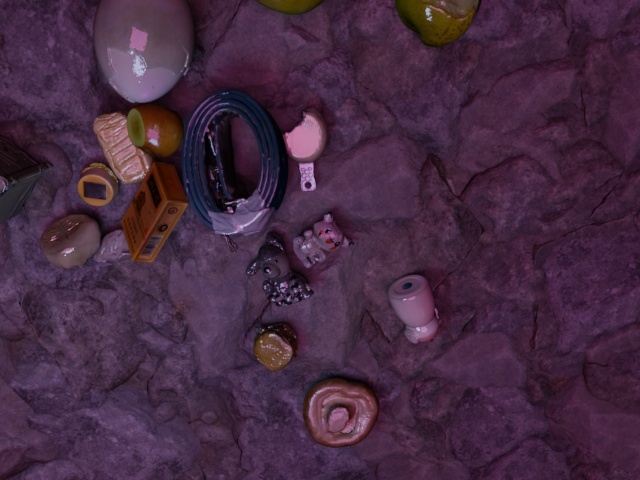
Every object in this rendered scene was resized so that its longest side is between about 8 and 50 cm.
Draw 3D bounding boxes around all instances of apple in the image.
[{"bbox_3d":[-0.489,-0.323,1.747,0.163,0.146,0.147,15,85,-31],"label":"apple"}]

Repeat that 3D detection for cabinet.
[{"bbox_3d":[-1.026,-0.198,1.748,0.290,0.318,0.227,36,103,-11],"label":"cabinet"}]

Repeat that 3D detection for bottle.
[{"bbox_3d":[0.332,0.249,2.027,0.148,0.147,0.236,-22,114,4],"label":"bottle"}]

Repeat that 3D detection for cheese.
[{"bbox_3d":[-0.032,-0.291,1.887,0.163,0.071,0.248,-25,105,6],"label":"cheese"}]

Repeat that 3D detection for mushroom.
[{"bbox_3d":[0.070,0.612,2.118,0.278,0.146,0.278,0,96,-2],"label":"mushroom"}]

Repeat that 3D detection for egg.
[{"bbox_3d":[-0.499,-0.561,1.681,0.279,0.278,0.336,5,103,-4],"label":"egg"}]

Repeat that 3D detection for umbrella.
[{"bbox_3d":[-0.304,0.011,1.992,0.031,0.020,0.083,-29,100,5],"label":"umbrella"}]

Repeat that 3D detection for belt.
[{"bbox_3d":[-0.256,-0.231,1.795,0.300,0.173,0.436,-4,94,10],"label":"belt"}]

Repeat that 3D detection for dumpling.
[{"bbox_3d":[-0.660,0.024,1.923,0.188,0.127,0.108,-3,115,5],"label":"dumpling"}]

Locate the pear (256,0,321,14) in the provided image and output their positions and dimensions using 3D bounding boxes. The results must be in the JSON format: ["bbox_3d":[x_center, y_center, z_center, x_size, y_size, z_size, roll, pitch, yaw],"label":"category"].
[{"bbox_3d":[-0.120,-0.786,1.645,0.376,0.287,0.287,10,106,12],"label":"pear"}]

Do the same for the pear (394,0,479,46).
[{"bbox_3d":[0.342,-0.717,1.729,0.287,0.176,0.281,11,107,-4],"label":"pear"}]

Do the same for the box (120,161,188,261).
[{"bbox_3d":[-0.520,-0.086,1.833,0.076,0.174,0.274,6,135,-42],"label":"box"}]

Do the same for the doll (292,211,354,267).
[{"bbox_3d":[0.000,0.000,1.962,0.192,0.095,0.149,-28,111,4],"label":"doll"}]

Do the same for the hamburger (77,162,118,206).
[{"bbox_3d":[-0.711,-0.180,1.888,0.127,0.081,0.141,-7,118,2],"label":"hamburger"}]

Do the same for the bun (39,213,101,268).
[{"bbox_3d":[-0.792,0.006,1.905,0.193,0.178,0.128,-34,137,-8],"label":"bun"}]

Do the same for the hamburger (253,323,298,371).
[{"bbox_3d":[-0.164,0.357,2.046,0.185,0.131,0.159,44,109,-6],"label":"hamburger"}]

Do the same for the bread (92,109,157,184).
[{"bbox_3d":[-0.604,-0.292,1.845,0.140,0.106,0.236,-21,106,5],"label":"bread"}]

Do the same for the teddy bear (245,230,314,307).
[{"bbox_3d":[-0.157,0.115,1.967,0.171,0.144,0.251,-33,102,22],"label":"teddy bear"}]
